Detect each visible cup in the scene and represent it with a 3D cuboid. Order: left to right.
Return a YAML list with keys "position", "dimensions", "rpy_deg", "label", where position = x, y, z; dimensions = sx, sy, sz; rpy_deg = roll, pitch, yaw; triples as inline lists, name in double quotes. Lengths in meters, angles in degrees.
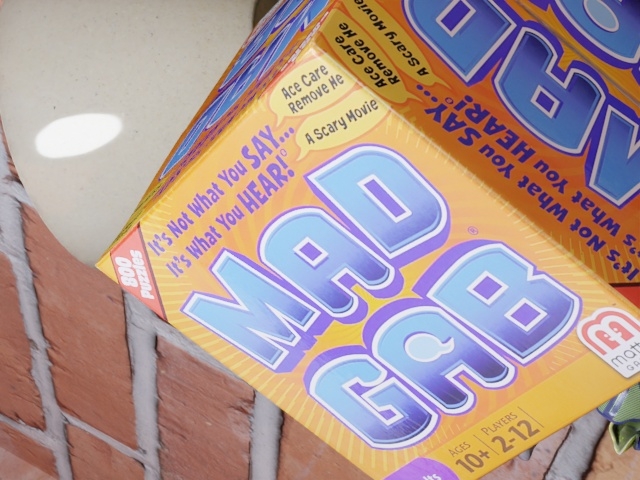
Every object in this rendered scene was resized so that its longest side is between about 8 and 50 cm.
- position: [-0.135, -0.150, 1.840]
  dimensions: [0.237, 0.331, 0.331]
  rpy_deg: [-12, 134, 22]
  label: "cup"

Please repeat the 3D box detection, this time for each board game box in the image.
- position: [0.104, -0.064, 1.518]
  dimensions: [0.356, 0.356, 0.356]
  rpy_deg: [38, 138, -10]
  label: "board game box"

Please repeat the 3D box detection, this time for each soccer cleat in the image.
- position: [0.351, 0.182, 1.966]
  dimensions: [0.093, 0.121, 0.289]
  rpy_deg: [32, 174, 27]
  label: "soccer cleat"

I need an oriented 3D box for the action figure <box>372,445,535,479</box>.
- position: [0.155, 0.142, 1.894]
  dimensions: [0.341, 0.178, 0.330]
  rpy_deg: [-1, 142, 17]
  label: "action figure"
